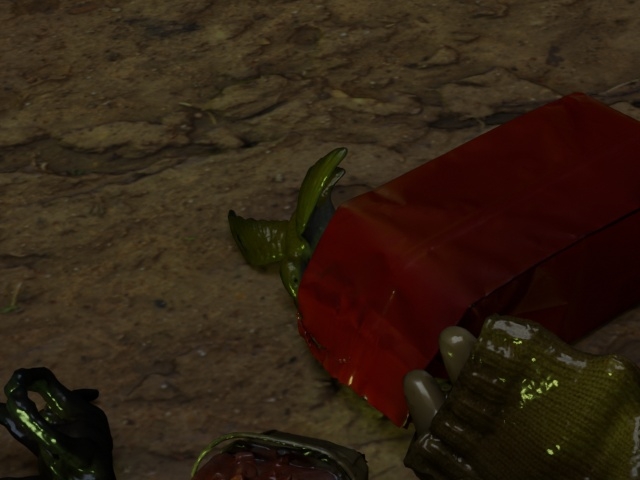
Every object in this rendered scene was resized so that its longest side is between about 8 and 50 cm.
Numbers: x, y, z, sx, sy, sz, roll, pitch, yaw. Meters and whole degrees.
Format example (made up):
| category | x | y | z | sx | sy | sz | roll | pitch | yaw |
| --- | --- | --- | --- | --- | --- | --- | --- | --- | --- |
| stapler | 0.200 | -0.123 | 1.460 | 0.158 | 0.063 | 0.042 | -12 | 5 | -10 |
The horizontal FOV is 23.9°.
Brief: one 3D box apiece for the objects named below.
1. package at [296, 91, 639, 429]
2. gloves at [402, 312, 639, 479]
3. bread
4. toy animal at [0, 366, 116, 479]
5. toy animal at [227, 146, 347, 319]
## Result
| category | x | y | z | sx | sy | sz | roll | pitch | yaw |
| --- | --- | --- | --- | --- | --- | --- | --- | --- | --- |
| package | 0.177 | 0.003 | 1.357 | 0.423 | 0.123 | 0.196 | -26 | 40 | -28 |
| gloves | 0.197 | 0.197 | 1.075 | 0.356 | 0.155 | 0.203 | 37 | 59 | 21 |
| bread | -0.047 | 0.237 | 0.989 | 0.142 | 0.224 | 0.212 | 11 | 19 | 19 |
| toy animal | -0.210 | 0.172 | 1.194 | 0.084 | 0.148 | 0.232 | -47 | 28 | 6 |
| toy animal | 0.000 | 0.000 | 1.409 | 0.095 | 0.219 | 0.155 | -7 | 72 | -31 |
